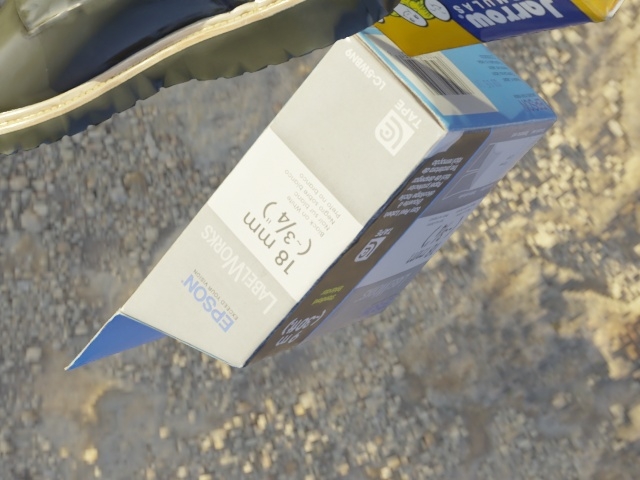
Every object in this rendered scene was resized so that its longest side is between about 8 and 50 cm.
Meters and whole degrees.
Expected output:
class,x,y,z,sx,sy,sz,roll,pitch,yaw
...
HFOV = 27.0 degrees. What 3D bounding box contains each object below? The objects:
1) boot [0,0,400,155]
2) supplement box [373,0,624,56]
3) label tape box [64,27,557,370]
class,x,y,z,sx,sy,sz,roll,pitch,yaw
boot,-0.086,-0.114,0.453,0.198,0.077,0.137,-19,117,10
supplement box,0.013,-0.280,0.669,0.356,0.194,0.195,36,76,-23
label tape box,0.000,0.000,0.987,0.106,0.241,0.333,47,114,14
